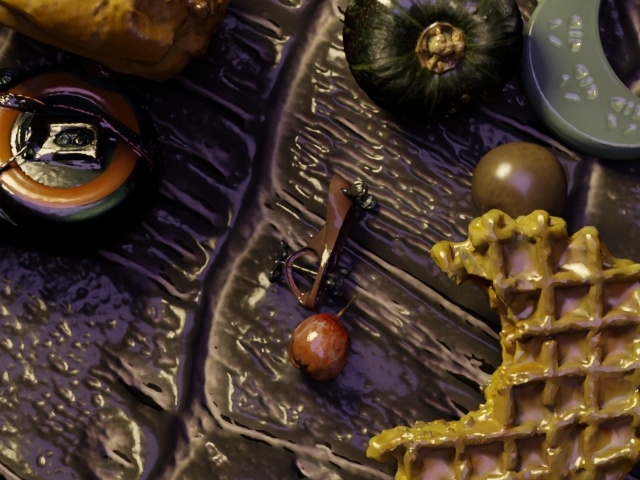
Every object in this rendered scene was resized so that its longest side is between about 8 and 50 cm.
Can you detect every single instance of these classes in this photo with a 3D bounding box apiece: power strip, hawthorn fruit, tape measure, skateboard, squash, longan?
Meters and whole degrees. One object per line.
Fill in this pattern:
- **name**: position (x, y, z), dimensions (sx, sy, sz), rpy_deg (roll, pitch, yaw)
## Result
- **power strip**: position (0.304, -0.201, 1.326), dimensions (0.167, 0.054, 0.253), rpy_deg (-25, 78, -5)
- **hawthorn fruit**: position (0.009, 0.098, 1.258), dimensions (0.067, 0.067, 0.103), rpy_deg (29, 77, 7)
- **tape measure**: position (-0.280, -0.089, 1.271), dimensions (0.223, 0.135, 0.202), rpy_deg (1, 68, -4)
- **skateboard**: position (0.000, 0.000, 1.286), dimensions (0.080, 0.067, 0.151), rpy_deg (17, 82, 14)
- **squash**: position (0.121, -0.220, 1.278), dimensions (0.193, 0.156, 0.193), rpy_deg (7, 118, 14)
- **longan**: position (0.212, -0.050, 1.274), dimensions (0.113, 0.092, 0.113), rpy_deg (0, 91, -10)

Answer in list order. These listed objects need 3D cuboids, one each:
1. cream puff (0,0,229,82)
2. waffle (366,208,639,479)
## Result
- **cream puff**: position (-0.240, -0.315, 1.221), dimensions (0.327, 0.343, 0.231), rpy_deg (26, 99, -10)
- **waffle**: position (0.206, 0.136, 1.182), dimensions (0.261, 0.151, 0.324), rpy_deg (17, 93, 4)
